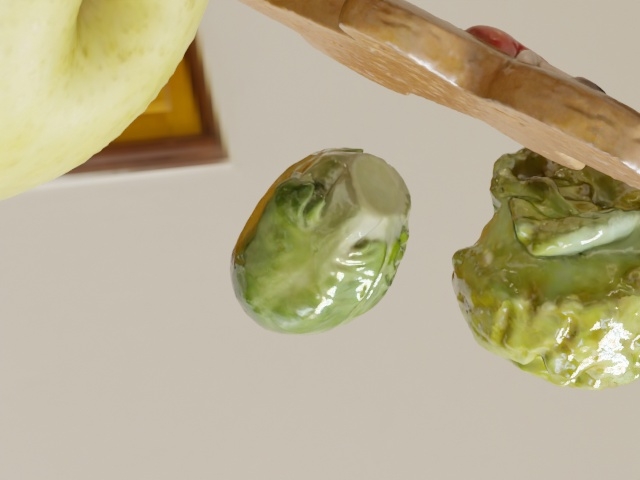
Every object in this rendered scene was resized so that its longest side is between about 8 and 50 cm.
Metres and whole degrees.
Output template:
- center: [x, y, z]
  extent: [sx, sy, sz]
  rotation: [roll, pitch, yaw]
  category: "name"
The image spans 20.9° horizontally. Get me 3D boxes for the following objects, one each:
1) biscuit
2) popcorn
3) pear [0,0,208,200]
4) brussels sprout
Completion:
- center: [0.061, -0.079, 0.770]
  extent: [0.250, 0.165, 0.036]
  rotation: [29, -87, 46]
  category: "biscuit"
- center: [0.210, 0.019, 1.364]
  extent: [0.221, 0.204, 0.183]
  rotation: [-62, 163, -57]
  category: "popcorn"
- center: [-0.220, -0.176, 0.861]
  extent: [0.348, 0.348, 0.348]
  rotation: [24, -62, 58]
  category: "pear"
- center: [0.003, 0.002, 1.270]
  extent: [0.117, 0.155, 0.155]
  rotation: [48, -30, -6]
  category: "brussels sprout"
